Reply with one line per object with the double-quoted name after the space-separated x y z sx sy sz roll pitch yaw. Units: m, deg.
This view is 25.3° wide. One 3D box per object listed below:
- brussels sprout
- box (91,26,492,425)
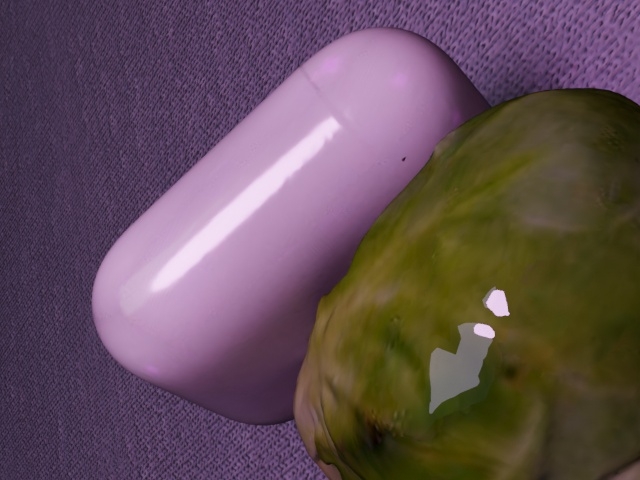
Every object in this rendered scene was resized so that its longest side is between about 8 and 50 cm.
0.138 0.083 1.003 0.371 0.276 0.315 -51 40 36 "brussels sprout"
-0.001 -0.001 1.155 0.349 0.288 0.141 -42 57 7 "box"
